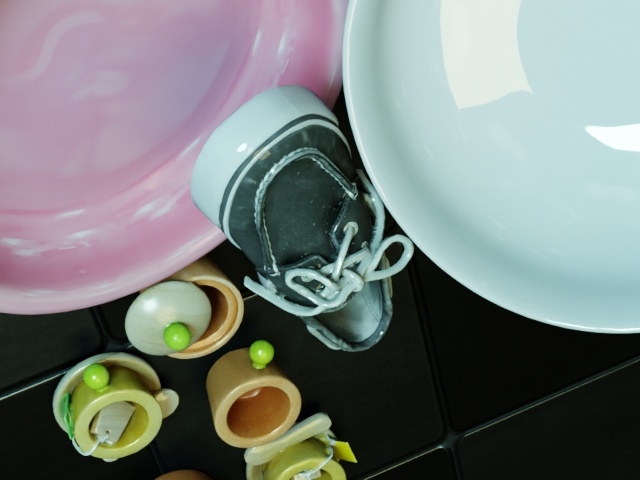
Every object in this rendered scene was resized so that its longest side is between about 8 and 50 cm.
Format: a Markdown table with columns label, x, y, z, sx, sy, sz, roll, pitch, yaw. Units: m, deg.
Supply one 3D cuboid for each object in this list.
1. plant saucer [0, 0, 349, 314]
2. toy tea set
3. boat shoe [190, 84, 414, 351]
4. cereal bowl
| label | x | y | z | sx | sy | sz | roll | pitch | yaw |
| --- | --- | --- | --- | --- | --- | --- | --- | --- | --- |
| plant saucer | -0.132 | -0.101 | 0.927 | 0.332 | 0.084 | 0.332 | -27 | 146 | -20 |
| toy tea set | -0.089 | 0.165 | 1.152 | 0.200 | 0.124 | 0.336 | -29 | 130 | -3 |
| boat shoe | -0.003 | 0.003 | 1.010 | 0.113 | 0.105 | 0.306 | -38 | 157 | -12 |
| cereal bowl | 0.190 | -0.120 | 0.952 | 0.339 | 0.141 | 0.339 | 6 | 114 | 14 |
